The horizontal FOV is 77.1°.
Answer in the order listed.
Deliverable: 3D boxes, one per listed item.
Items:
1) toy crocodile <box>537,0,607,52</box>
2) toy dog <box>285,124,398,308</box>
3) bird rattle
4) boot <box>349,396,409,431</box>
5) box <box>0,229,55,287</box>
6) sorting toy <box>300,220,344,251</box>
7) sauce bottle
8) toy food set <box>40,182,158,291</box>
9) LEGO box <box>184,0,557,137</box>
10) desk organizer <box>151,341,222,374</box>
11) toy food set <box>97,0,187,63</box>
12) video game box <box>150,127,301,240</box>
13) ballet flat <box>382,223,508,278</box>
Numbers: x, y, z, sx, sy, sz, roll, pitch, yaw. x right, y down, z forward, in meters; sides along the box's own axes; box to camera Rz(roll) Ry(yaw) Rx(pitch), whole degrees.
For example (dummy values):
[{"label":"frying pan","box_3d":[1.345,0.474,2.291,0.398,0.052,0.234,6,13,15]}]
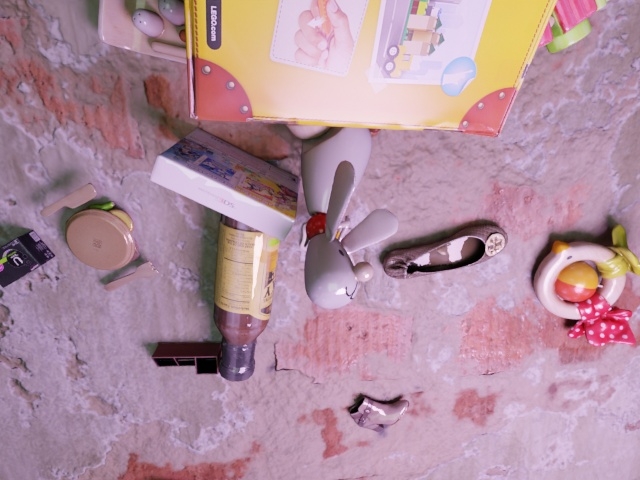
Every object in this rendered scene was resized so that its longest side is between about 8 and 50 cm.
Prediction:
[{"label":"toy crocodile","box_3d":[0.328,-0.334,0.635,0.340,0.105,0.115,-30,108,5]},{"label":"toy dog","box_3d":[0.051,-0.080,0.589,0.160,0.220,0.334,-15,81,22]},{"label":"bird rattle","box_3d":[0.536,0.089,0.809,0.206,0.143,0.254,12,121,4]},{"label":"boot","box_3d":[0.126,0.374,0.890,0.087,0.042,0.118,41,101,-13]},{"label":"box","box_3d":[-0.540,0.032,0.718,0.083,0.052,0.062,-30,108,4]},{"label":"sorting toy","box_3d":[0.000,0.000,0.761,0.075,0.045,0.083,11,108,12]},{"label":"sauce bottle","box_3d":[-0.141,0.096,0.742,0.111,0.111,0.345,7,110,-7]},{"label":"toy food set","box_3d":[-0.393,-0.004,0.730,0.132,0.039,0.192,-22,114,11]},{"label":"LEGO box","box_3d":[0.061,-0.372,0.372,0.372,0.193,0.501,-1,127,-16]},{"label":"desk organizer","box_3d":[-0.266,0.238,0.808,0.130,0.050,0.047,1,108,-5]},{"label":"toy food set","box_3d":[-0.161,-0.365,0.572,0.305,0.092,0.220,15,107,3]},{"label":"video game box","box_3d":[-0.132,-0.096,0.635,0.205,0.187,0.048,25,112,-11]},{"label":"ballet flat","box_3d":[0.244,0.028,0.774,0.249,0.058,0.084,-12,110,0]}]
